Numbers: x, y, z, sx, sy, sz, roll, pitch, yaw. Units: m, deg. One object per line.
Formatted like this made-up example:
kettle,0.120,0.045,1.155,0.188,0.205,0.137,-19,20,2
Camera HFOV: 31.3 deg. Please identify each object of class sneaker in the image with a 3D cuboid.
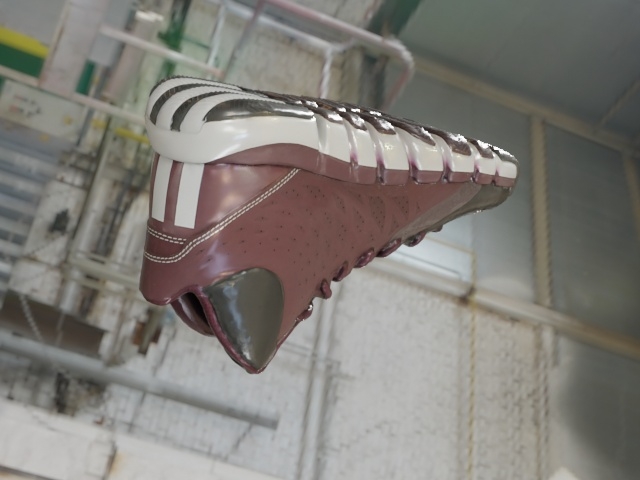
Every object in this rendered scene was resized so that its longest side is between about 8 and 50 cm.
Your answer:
sneaker,0.000,0.000,0.687,0.106,0.281,0.162,25,-75,45
